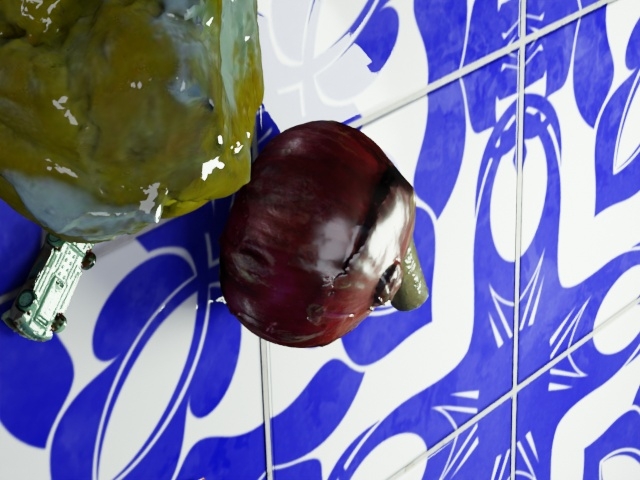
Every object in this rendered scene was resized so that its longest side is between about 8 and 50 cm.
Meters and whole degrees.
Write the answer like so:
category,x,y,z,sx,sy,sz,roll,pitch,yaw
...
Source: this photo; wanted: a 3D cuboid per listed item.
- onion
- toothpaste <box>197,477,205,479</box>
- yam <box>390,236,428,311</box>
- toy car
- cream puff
category,x,y,z,sx,sy,sz,roll,pitch,yaw
onion,0.000,0.000,1.868,0.246,0.190,0.246,-52,158,-31
toothpaste,-0.179,0.299,1.892,0.193,0.045,0.071,-11,114,-57
yam,0.090,0.025,2.115,0.054,0.054,0.132,-48,139,-29
toy car,-0.248,0.033,1.685,0.059,0.035,0.122,46,60,-51
cream puff,-0.198,-0.174,1.489,0.378,0.276,0.378,0,90,-81
